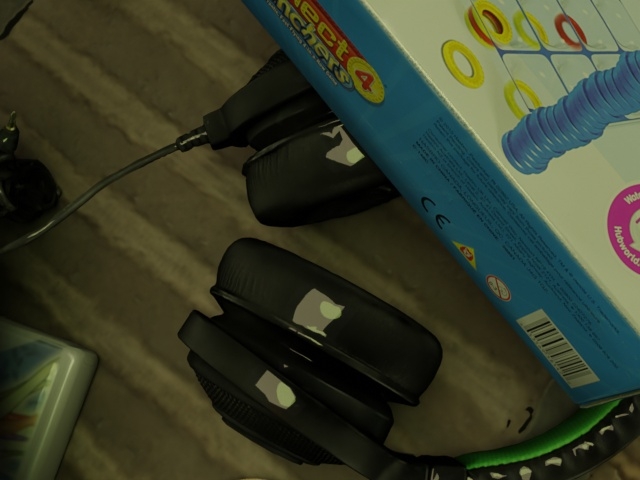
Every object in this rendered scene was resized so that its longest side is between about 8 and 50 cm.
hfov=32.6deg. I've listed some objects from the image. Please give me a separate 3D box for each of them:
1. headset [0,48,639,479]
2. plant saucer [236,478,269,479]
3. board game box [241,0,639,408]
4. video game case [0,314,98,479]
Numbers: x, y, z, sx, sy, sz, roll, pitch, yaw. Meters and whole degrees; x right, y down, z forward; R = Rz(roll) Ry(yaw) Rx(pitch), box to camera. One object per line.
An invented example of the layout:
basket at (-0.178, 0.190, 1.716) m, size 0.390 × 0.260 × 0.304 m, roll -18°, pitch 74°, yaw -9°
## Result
headset at (0.000, 0.000, 0.594) m, size 0.394 × 0.185 × 0.243 m, roll 10°, pitch 84°, yaw -3°
plant saucer at (-0.036, 0.175, 0.607) m, size 0.083 × 0.015 × 0.083 m, roll -2°, pitch 79°, yaw 11°
board game box at (0.138, -0.138, 0.508) m, size 0.302 × 0.086 × 0.308 m, roll -39°, pitch 88°, yaw -21°
video game case at (-0.324, 0.173, 0.654) m, size 0.300 × 0.036 × 0.329 m, roll 18°, pitch 83°, yaw 13°
